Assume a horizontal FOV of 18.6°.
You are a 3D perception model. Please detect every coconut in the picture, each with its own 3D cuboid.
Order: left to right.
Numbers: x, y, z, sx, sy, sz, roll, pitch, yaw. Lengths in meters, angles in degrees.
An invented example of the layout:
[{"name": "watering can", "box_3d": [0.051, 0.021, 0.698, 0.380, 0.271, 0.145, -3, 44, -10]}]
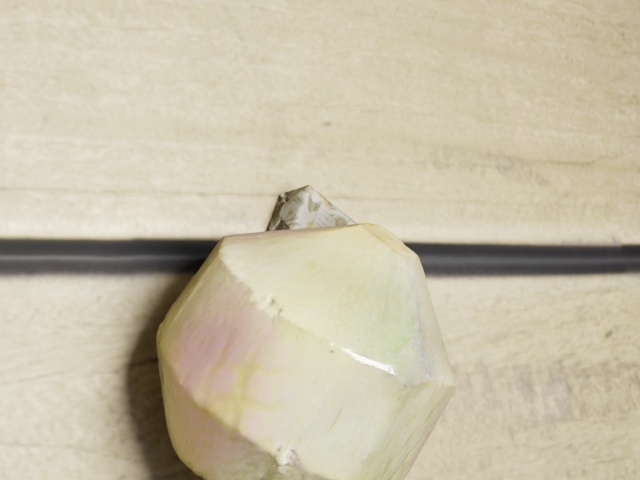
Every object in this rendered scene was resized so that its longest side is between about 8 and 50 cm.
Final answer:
[{"name": "coconut", "box_3d": [-0.005, 0.099, 1.639, 0.259, 0.259, 0.259, 11, 73, -40]}]

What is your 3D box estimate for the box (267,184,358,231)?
[{"name": "box", "box_3d": [0.000, 0.000, 1.785, 0.098, 0.045, 0.062, 36, 58, -30]}]
